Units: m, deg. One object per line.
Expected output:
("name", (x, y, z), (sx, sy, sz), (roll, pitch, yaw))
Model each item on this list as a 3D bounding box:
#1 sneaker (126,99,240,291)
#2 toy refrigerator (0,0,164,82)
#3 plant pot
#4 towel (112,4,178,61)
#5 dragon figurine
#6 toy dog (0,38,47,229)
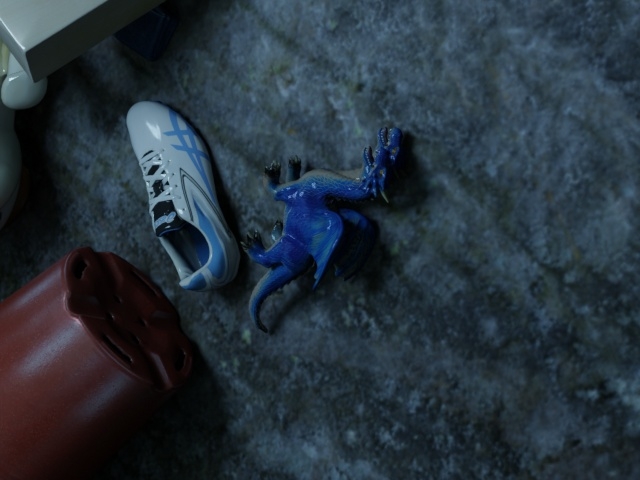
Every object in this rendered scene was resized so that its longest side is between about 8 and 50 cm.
("sneaker", (-0.166, -0.054, 1.808), (0.085, 0.086, 0.237), (-28, 82, 32))
("toy refrigerator", (-0.231, -0.294, 1.719), (0.269, 0.094, 0.102), (-35, 77, -13))
("plant pot", (-0.307, 0.163, 1.838), (0.265, 0.272, 0.272), (-39, 78, 21))
("towel", (-0.225, -0.264, 1.840), (0.119, 0.029, 0.067), (36, 115, 20))
("dragon figurine", (0.000, 0.000, 1.718), (0.144, 0.085, 0.289), (27, 109, 25))
("toy dog", (-0.487, -0.179, 1.867), (0.395, 0.284, 0.408), (-12, 92, 47))
